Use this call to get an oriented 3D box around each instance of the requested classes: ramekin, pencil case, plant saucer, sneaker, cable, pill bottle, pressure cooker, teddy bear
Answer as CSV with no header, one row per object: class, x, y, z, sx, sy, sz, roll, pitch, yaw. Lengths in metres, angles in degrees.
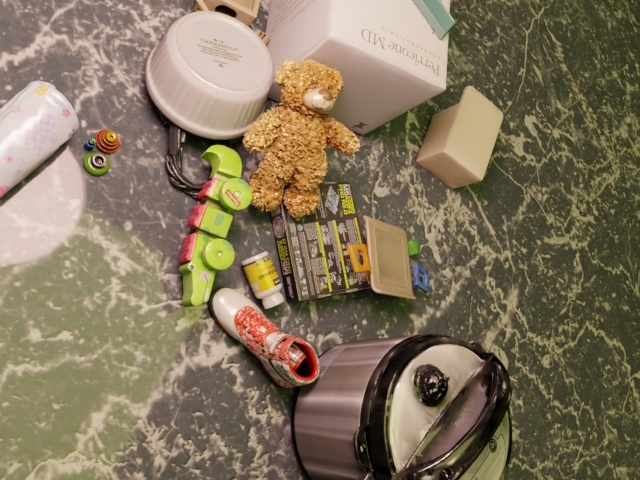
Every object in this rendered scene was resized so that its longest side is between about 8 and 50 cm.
ramekin,-0.222,-0.358,1.290,0.272,0.127,0.273,14,58,-24
pencil case,-0.560,-0.166,1.078,0.273,0.113,0.124,-51,130,-32
plant saucer,0.232,-0.542,1.356,0.192,0.018,0.067,49,57,-14
sneaker,-0.110,0.195,1.271,0.090,0.145,0.270,-44,104,-33
cable,-0.261,-0.183,1.324,0.150,0.047,0.185,-1,90,-44
pill bottle,-0.123,0.088,1.338,0.065,0.065,0.116,-25,94,-35
pressure cooker,0.178,0.378,1.252,0.375,0.420,0.370,16,69,-30
teddy bear,-0.043,-0.205,1.291,0.245,0.113,0.338,29,103,-18

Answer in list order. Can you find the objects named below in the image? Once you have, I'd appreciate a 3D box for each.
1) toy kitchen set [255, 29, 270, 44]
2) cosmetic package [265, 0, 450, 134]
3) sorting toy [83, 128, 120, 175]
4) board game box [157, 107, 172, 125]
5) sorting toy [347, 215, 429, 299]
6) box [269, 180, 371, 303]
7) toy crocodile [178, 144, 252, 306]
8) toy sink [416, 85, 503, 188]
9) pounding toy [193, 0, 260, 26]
toy kitchen set,-0.177,-0.481,1.425,0.075,0.068,0.083,-51,152,-8
cosmetic package,0.083,-0.523,1.462,0.329,0.327,0.394,15,72,-30
sorting toy,-0.433,-0.181,1.210,0.061,0.042,0.102,27,66,-26
board game box,-0.278,-0.325,1.357,0.186,0.026,0.126,-14,87,-35
sorting toy,0.158,0.047,1.495,0.347,0.047,0.196,16,61,-50
box,0.000,0.000,1.444,0.216,0.060,0.270,-8,83,-35
toy crocodile,-0.227,-0.030,1.253,0.105,0.115,0.341,20,76,-27
toy sink,0.393,-0.290,1.731,0.152,0.131,0.234,31,68,-24
pounding toy,-0.250,-0.560,1.390,0.206,0.094,0.181,19,68,-28
